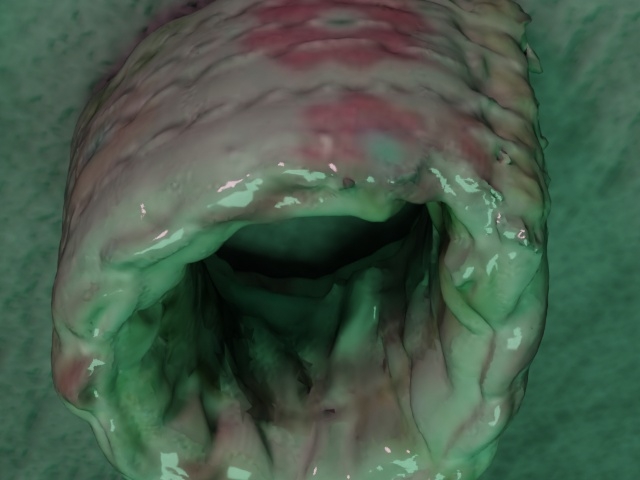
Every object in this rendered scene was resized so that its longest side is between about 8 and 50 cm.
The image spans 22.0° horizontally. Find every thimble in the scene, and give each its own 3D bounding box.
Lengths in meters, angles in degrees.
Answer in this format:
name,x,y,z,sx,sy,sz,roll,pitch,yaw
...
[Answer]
name,x,y,z,sx,sy,sz,roll,pitch,yaw
thimble,0.000,0.000,0.629,0.185,0.149,0.211,36,120,-26
